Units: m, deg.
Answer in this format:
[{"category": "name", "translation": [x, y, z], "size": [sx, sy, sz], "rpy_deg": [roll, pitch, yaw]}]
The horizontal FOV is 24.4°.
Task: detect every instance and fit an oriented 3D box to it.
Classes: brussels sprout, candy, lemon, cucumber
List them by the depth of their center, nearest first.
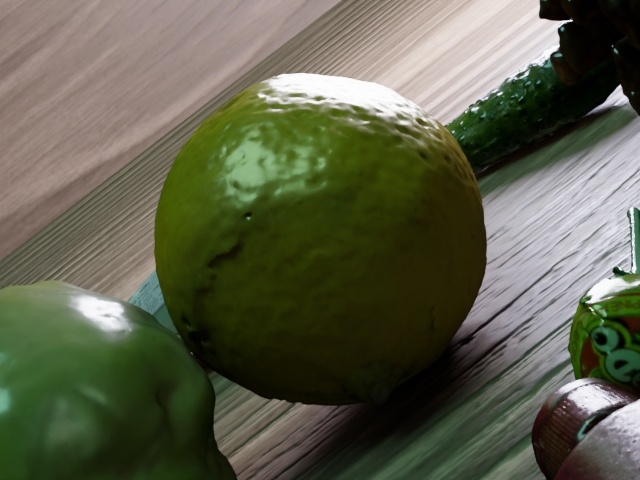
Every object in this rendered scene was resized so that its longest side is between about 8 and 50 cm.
[{"category": "candy", "translation": [0.186, 0.027, 0.858], "size": [0.077, 0.073, 0.262], "rpy_deg": [-13, 14, 15]}, {"category": "brussels sprout", "translation": [-0.176, 0.162, 0.951], "size": [0.316, 0.242, 0.273], "rpy_deg": [-45, -9, -35]}, {"category": "lemon", "translation": [0.000, -0.003, 1.027], "size": [0.228, 0.228, 0.253], "rpy_deg": [-34, 16, 11]}, {"category": "cucumber", "translation": [0.170, -0.110, 1.284], "size": [0.227, 0.069, 0.069], "rpy_deg": [-32, 15, 33]}]

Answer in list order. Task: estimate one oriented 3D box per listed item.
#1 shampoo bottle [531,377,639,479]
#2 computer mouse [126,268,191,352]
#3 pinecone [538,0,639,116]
[{"category": "shampoo bottle", "translation": [0.158, 0.117, 0.612], "size": [0.102, 0.064, 0.260], "rpy_deg": [-39, 15, -4]}, {"category": "computer mouse", "translation": [-0.078, 0.026, 1.381], "size": [0.288, 0.097, 0.159], "rpy_deg": [-49, 16, 1]}, {"category": "pinecone", "translation": [0.281, -0.202, 1.026], "size": [0.309, 0.244, 0.244], "rpy_deg": [-45, 5, 45]}]
